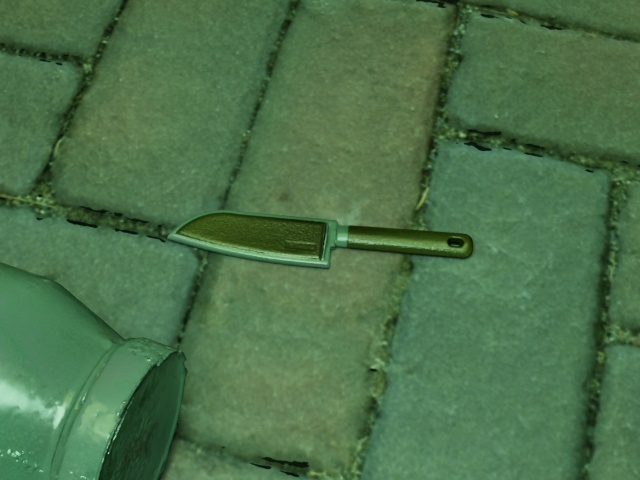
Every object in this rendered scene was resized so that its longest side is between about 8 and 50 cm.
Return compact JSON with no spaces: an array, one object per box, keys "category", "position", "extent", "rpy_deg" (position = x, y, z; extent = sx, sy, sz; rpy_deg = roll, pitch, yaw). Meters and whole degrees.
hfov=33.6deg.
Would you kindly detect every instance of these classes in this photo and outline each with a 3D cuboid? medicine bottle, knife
[{"category":"medicine bottle","position":[-0.291,0.146,0.961],"extent":[0.290,0.245,0.245],"rpy_deg":[18,59,11]},{"category":"knife","position":[0.000,0.001,1.189],"extent":[0.343,0.027,0.061],"rpy_deg":[6,62,2]}]
